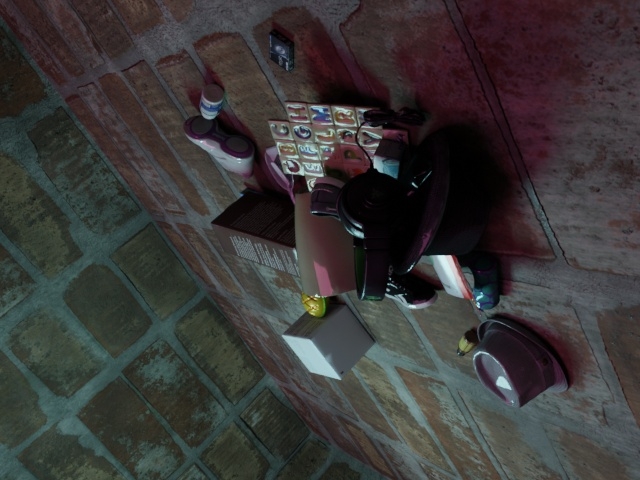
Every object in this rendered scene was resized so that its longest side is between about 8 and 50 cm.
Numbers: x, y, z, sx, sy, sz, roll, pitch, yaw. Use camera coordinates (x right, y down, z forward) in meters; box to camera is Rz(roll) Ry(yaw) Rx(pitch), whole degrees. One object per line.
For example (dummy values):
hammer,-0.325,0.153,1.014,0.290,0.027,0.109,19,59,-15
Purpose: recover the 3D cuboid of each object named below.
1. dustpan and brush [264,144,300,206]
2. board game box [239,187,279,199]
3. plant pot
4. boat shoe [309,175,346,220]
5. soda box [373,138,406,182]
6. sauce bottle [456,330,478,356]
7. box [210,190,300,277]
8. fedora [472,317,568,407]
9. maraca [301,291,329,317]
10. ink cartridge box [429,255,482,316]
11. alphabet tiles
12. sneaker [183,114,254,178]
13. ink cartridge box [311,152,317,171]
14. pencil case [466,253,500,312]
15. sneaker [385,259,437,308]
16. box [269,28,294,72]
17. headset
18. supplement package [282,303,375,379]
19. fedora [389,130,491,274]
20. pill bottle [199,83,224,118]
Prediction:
dustpan and brush,-0.098,-0.181,1.867,0.211,0.060,0.147,55,156,-17
board game box,-0.180,-0.092,2.180,0.211,0.039,0.160,23,146,45
plant pot,0.033,-0.023,1.713,0.256,0.256,0.274,7,118,57
boat shoe,0.102,-0.045,1.570,0.319,0.099,0.116,30,156,-28
soda box,0.153,-0.143,1.431,0.062,0.058,0.183,15,144,13
sauce bottle,0.414,0.297,1.772,0.042,0.042,0.128,40,155,17
box,-0.145,-0.023,1.972,0.381,0.191,0.143,18,139,37
fedora,0.489,0.333,1.595,0.243,0.124,0.275,11,138,55
maraca,-0.021,0.195,2.301,0.127,0.099,0.186,10,111,52
ink cartridge box,0.294,0.064,1.454,0.181,0.056,0.225,60,-170,-27
alphabet tiles,0.049,-0.206,1.471,0.342,0.011,0.285,9,142,21
sneaker,-0.333,-0.298,2.019,0.305,0.114,0.152,36,153,26
ink cartridge box,0.000,-0.228,1.576,0.056,0.099,0.135,29,152,34
pencil case,0.388,0.100,1.475,0.070,0.064,0.152,5,138,22
sneaker,0.227,0.118,1.760,0.217,0.079,0.121,10,139,57
box,-0.093,-0.452,1.483,0.067,0.018,0.083,40,156,17
headset,0.129,-0.073,1.279,0.243,0.185,0.394,-157,66,-87
supplement package,0.026,0.378,2.371,0.199,0.198,0.262,54,156,-13
fedora,0.252,-0.062,1.278,0.152,0.334,0.334,13,156,-6
pill bottle,-0.332,-0.418,1.887,0.067,0.067,0.120,47,157,1
